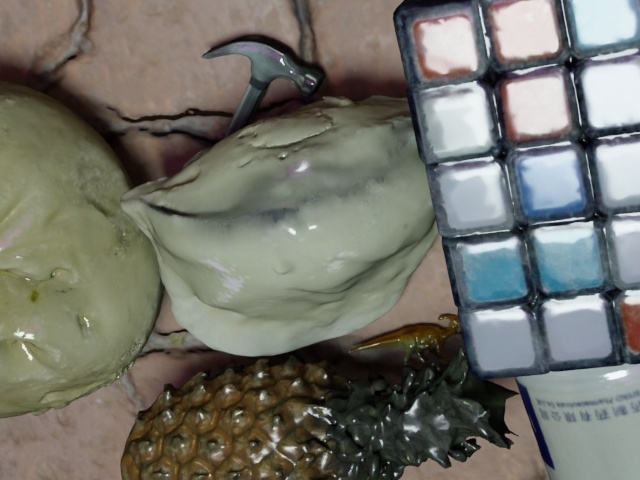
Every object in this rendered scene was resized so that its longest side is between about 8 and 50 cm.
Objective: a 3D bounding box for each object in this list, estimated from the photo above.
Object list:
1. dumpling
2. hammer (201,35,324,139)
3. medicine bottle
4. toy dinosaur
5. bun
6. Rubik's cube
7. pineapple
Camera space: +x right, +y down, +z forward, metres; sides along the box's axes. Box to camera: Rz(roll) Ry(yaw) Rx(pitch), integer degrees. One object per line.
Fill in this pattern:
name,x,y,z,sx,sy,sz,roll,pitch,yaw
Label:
dumpling,0.000,0.000,1.246,0.318,0.187,0.242,-13,121,5
hammer,-0.094,-0.075,1.331,0.103,0.029,0.246,30,117,3
medicine bottle,0.291,0.195,1.234,0.190,0.190,0.332,-16,105,21
toy dinosaur,0.084,0.099,1.345,0.113,0.026,0.041,-19,97,12
bun,-0.322,0.015,1.323,0.362,0.234,0.326,22,109,0
Rubik's cube,0.242,-0.090,1.086,0.287,0.293,0.292,-8,109,19
pineapple,-0.001,0.184,1.284,0.362,0.202,0.202,-20,104,34
